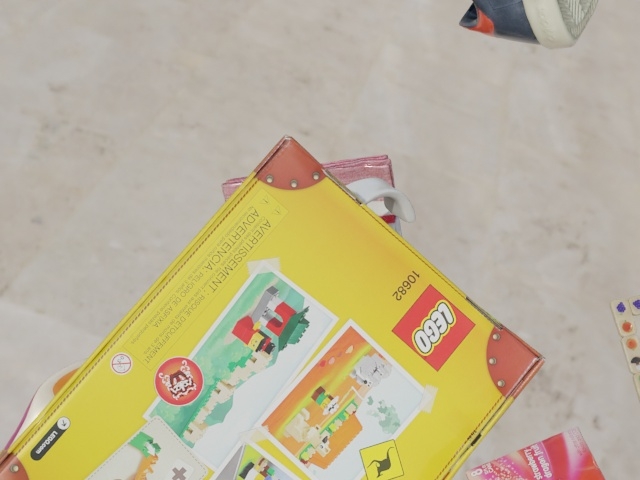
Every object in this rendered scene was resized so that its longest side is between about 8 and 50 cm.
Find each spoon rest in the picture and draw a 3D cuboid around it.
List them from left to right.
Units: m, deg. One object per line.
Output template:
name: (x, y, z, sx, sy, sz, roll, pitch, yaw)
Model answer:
spoon rest: (0.000, 0.000, 1.628, 0.276, 0.084, 0.137, -34, 49, -27)

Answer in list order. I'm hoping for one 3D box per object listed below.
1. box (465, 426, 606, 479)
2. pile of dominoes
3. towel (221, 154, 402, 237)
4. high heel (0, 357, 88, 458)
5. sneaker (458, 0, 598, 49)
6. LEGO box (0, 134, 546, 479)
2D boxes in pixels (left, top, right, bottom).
box: (0.241, 0.317, 1.248, 0.128, 0.123, 0.257, -22, 32, 3)
pile of dominoes: (0.565, 0.186, 1.979, 0.196, 0.040, 0.251, -12, 75, -10)
towel: (0.007, 0.058, 1.824, 0.237, 0.329, 0.037, -11, 9, -6)
high heel: (-0.363, 0.264, 1.760, 0.082, 0.117, 0.244, 29, 55, 4)
sneaker: (0.138, -0.323, 1.176, 0.148, 0.350, 0.131, 8, 44, 35)
LEGO box: (-0.068, 0.198, 1.425, 0.372, 0.500, 0.193, 42, -12, -4)
